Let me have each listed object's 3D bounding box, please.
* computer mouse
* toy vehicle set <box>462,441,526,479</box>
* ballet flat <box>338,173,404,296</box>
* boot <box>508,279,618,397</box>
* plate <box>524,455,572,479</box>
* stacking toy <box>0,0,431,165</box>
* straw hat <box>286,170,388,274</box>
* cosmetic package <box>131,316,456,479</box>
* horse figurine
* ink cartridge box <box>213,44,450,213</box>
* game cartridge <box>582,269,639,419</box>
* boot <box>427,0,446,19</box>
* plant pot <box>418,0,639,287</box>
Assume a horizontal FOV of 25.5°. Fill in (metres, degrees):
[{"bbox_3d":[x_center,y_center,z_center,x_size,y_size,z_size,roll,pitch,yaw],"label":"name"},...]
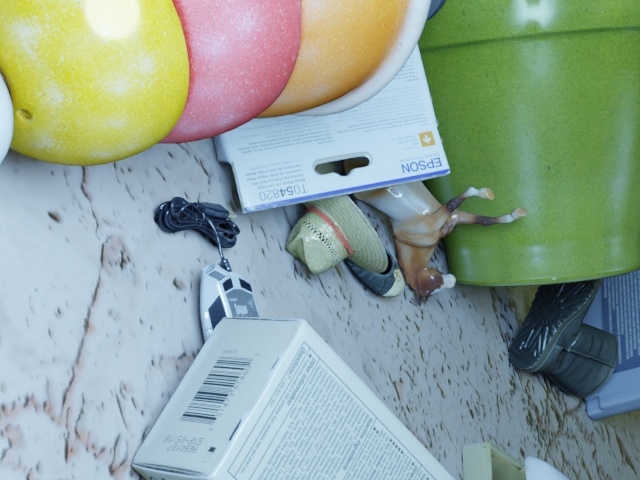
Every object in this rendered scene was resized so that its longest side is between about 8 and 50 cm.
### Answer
[{"bbox_3d":[-0.090,0.057,1.262,0.106,0.042,0.193,10,61,-63],"label":"computer mouse"},{"bbox_3d":[0.250,0.361,1.692,0.267,0.035,0.166,38,45,-46],"label":"toy vehicle set"},{"bbox_3d":[0.047,0.000,1.515,0.173,0.049,0.057,53,30,-33],"label":"ballet flat"},{"bbox_3d":[0.352,0.119,1.887,0.208,0.189,0.076,22,18,-46],"label":"boot"},{"bbox_3d":[0.315,0.395,1.548,0.278,0.045,0.277,35,43,-49],"label":"plate"},{"bbox_3d":[-0.173,-0.175,1.057,0.480,0.351,0.350,-37,109,-40],"label":"stacking toy"},{"bbox_3d":[0.000,0.000,1.413,0.061,0.144,0.144,-40,117,-15],"label":"straw hat"},{"bbox_3d":[0.005,0.219,1.199,0.309,0.113,0.160,50,58,-30],"label":"cosmetic package"},{"bbox_3d":[0.098,-0.060,1.553,0.263,0.174,0.066,46,45,-18],"label":"horse figurine"},{"bbox_3d":[-0.003,-0.148,1.379,0.223,0.045,0.224,-11,82,-19],"label":"ink cartridge box"},{"bbox_3d":[0.474,0.106,2.049,0.062,0.198,0.297,43,41,-42],"label":"game cartridge"},{"bbox_3d":[0.077,-0.437,1.628,0.367,0.146,0.445,51,29,0],"label":"boot"},{"bbox_3d":[0.260,-0.130,1.695,0.366,0.367,0.352,-13,98,-61],"label":"plant pot"}]
